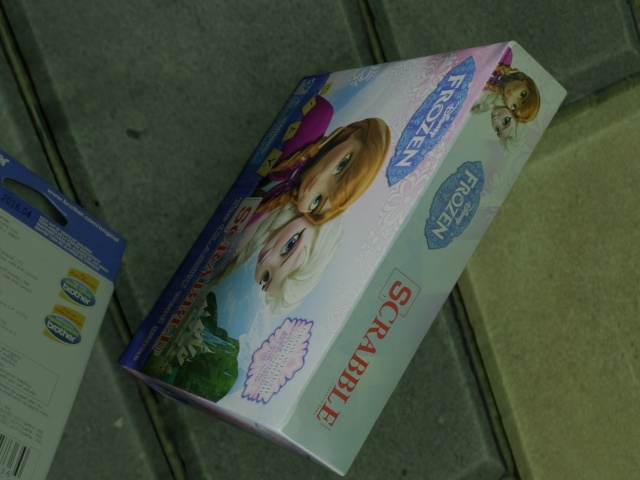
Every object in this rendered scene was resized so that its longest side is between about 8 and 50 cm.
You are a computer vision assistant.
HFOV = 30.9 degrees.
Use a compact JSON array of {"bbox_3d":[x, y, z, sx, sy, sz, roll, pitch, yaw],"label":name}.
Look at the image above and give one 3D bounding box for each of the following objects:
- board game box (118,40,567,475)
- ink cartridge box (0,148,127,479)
[{"bbox_3d":[0.000,0.000,0.910,0.066,0.318,0.319,38,74,-25],"label":"board game box"},{"bbox_3d":[-0.267,0.075,0.859,0.185,0.065,0.311,37,46,-26],"label":"ink cartridge box"}]
